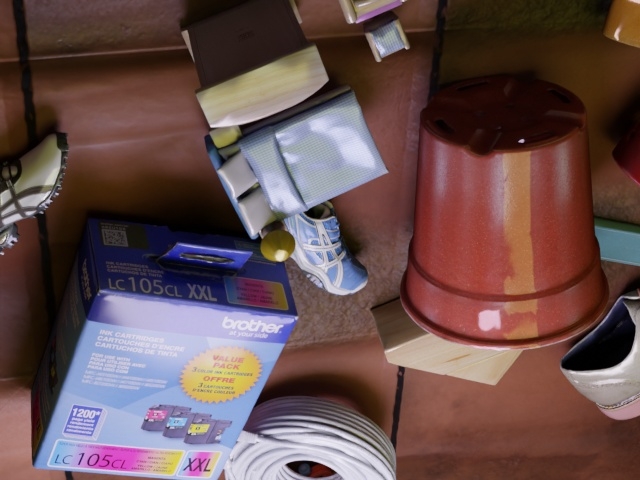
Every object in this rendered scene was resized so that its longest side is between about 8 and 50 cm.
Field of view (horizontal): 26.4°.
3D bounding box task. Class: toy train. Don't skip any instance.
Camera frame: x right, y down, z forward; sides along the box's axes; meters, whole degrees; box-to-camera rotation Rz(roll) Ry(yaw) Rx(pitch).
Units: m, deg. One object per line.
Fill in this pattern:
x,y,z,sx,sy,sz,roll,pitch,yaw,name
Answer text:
-0.001,0.330,2.082,0.125,0.046,0.166,-22,132,1,toy train

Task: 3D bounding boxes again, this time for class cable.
-0.014,0.341,2.012,0.257,0.089,0.257,0,129,9,cable

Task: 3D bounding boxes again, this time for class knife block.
0.242,0.084,1.921,0.276,0.088,0.242,14,124,-26,knife block

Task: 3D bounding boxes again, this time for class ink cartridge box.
-0.204,0.128,1.775,0.270,0.151,0.395,8,127,-23,ink cartridge box

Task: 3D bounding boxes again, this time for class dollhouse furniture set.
0.010,-0.125,1.576,0.286,0.198,0.303,-22,121,2,dollhouse furniture set

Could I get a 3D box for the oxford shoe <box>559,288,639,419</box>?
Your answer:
0.529,0.113,2.005,0.146,0.140,0.397,32,113,-32,oxford shoe

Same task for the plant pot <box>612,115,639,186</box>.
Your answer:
0.502,-0.125,1.767,0.191,0.191,0.174,19,115,-29,plant pot

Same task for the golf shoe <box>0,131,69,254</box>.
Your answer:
-0.376,-0.061,1.625,0.094,0.077,0.198,29,115,-33,golf shoe

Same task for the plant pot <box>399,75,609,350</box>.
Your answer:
0.231,-0.047,1.715,0.272,0.272,0.265,-10,123,-9,plant pot

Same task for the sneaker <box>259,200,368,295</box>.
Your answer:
0.000,0.000,1.787,0.081,0.080,0.211,-38,129,17,sneaker

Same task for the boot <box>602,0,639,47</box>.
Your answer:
0.381,-0.333,1.613,0.295,0.104,0.211,8,125,-28,boot

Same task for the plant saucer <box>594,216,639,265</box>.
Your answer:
0.447,0.007,1.972,0.192,0.018,0.067,10,125,-23,plant saucer
